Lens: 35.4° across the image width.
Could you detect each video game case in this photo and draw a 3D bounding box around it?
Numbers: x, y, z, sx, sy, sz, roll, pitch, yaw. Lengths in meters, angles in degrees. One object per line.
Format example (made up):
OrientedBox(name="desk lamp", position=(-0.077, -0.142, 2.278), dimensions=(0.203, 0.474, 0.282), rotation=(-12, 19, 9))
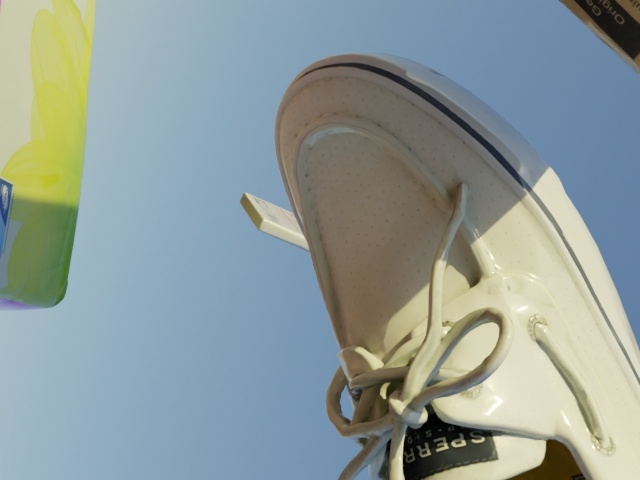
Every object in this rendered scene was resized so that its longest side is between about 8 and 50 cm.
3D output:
OrientedBox(name="video game case", position=(0.000, 0.000, 0.773), dimensions=(0.011, 0.122, 0.087), rotation=(-64, -161, 8))

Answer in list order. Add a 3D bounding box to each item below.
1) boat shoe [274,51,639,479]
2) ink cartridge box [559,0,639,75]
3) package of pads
OrientedBox(name="boat shoe", position=(0.065, 0.080, 0.465), dimensions=(0.136, 0.367, 0.156), rotation=(-30, 178, 37))
OrientedBox(name="ink cartridge box", position=(0.158, -0.220, 0.437), dimensions=(0.235, 0.193, 0.088), rotation=(-43, 172, -14))
OrientedBox(name="package of pads", position=(-0.208, -0.110, 0.581), dimensions=(0.229, 0.101, 0.296), rotation=(61, 33, -82))
